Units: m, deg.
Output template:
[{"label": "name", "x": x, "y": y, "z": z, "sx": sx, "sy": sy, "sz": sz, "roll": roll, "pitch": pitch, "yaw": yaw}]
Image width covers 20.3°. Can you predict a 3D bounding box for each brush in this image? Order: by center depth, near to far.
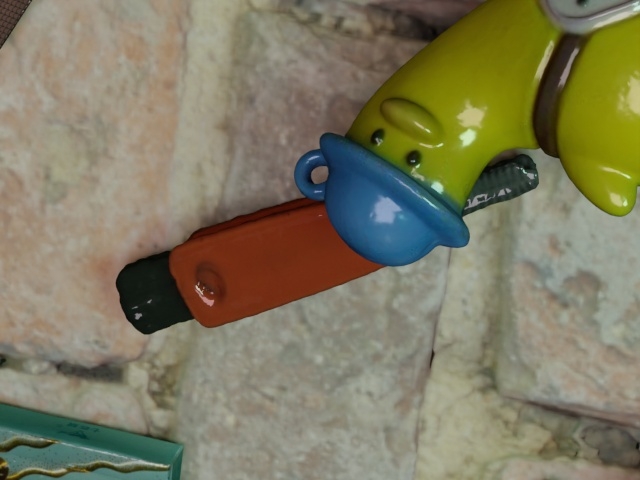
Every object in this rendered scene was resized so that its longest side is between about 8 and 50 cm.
[{"label": "brush", "x": 0.000, "y": 0.000, "z": 1.249, "sx": 0.323, "sy": 0.051, "sz": 0.070, "roll": -20, "pitch": 101, "yaw": 18}]

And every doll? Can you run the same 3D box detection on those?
[{"label": "doll", "x": 0.151, "y": -0.098, "z": 1.134, "sx": 0.363, "sy": 0.145, "sz": 0.199, "roll": -20, "pitch": 61, "yaw": 12}]

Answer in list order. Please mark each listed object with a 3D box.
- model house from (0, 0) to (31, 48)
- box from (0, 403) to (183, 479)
[{"label": "model house", "x": -0.230, "y": -0.176, "z": 1.236, "sx": 0.058, "sy": 0.057, "sz": 0.083, "roll": 40, "pitch": 111, "yaw": 2}, {"label": "box", "x": -0.198, "y": 0.248, "z": 1.389, "sx": 0.162, "sy": 0.041, "sz": 0.229, "roll": 11, "pitch": 112, "yaw": 8}]
